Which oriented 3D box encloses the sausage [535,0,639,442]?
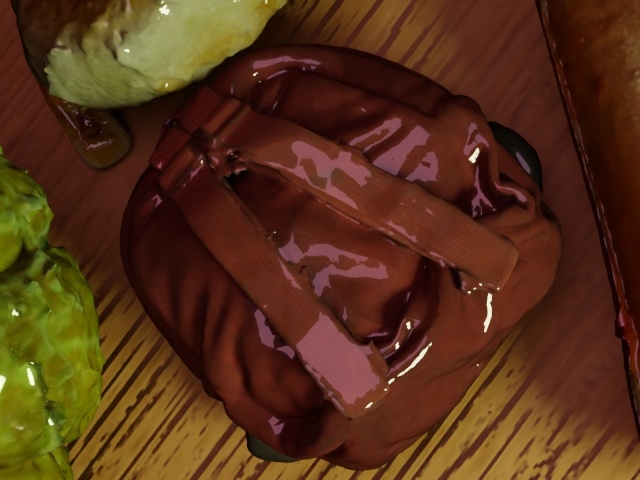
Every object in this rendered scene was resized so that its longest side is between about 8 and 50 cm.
[{"bbox_3d":[0.188,-0.009,0.923,0.102,0.102,0.330,-13,75,10],"label":"sausage"}]

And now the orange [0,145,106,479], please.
[{"bbox_3d":[-0.264,0.066,0.940,0.301,0.223,0.300,21,98,3],"label":"orange"}]

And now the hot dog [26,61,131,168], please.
[{"bbox_3d":[-0.143,-0.084,1.047,0.030,0.034,0.090,-33,73,4],"label":"hot dog"}]

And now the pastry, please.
[{"bbox_3d":[-0.090,-0.161,0.991,0.182,0.093,0.192,-38,43,16],"label":"pastry"}]

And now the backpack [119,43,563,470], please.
[{"bbox_3d":[0.000,0.000,0.942,0.229,0.139,0.229,-3,78,13],"label":"backpack"}]
